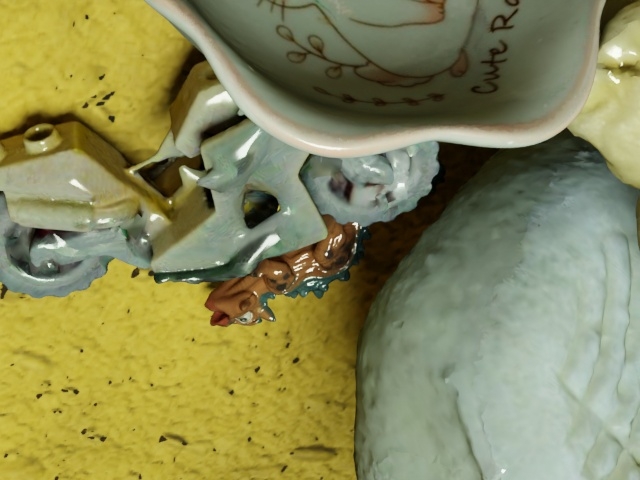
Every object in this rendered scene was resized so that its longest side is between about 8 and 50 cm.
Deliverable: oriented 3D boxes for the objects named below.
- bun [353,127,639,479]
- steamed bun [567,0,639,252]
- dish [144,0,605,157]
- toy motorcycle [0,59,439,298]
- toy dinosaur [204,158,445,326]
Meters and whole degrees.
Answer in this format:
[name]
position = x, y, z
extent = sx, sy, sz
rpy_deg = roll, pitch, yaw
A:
[bun]
position = 0.147, 0.098, 0.830
extent = 0.354, 0.354, 0.194
rpy_deg = 24, 154, -39
[steamed bun]
position = 0.245, -0.062, 0.747
extent = 0.137, 0.295, 0.292
rpy_deg = -28, -175, 38
[dish]
position = 0.012, -0.115, 0.668
extent = 0.229, 0.229, 0.081
rpy_deg = -6, 157, -23
[toy motorcycle]
position = -0.061, -0.047, 0.746
extent = 0.229, 0.094, 0.130
rpy_deg = -13, 128, 0
[toy dinosaur]
position = 0.000, 0.000, 0.836
extent = 0.154, 0.049, 0.055
rpy_deg = -33, 132, 9
